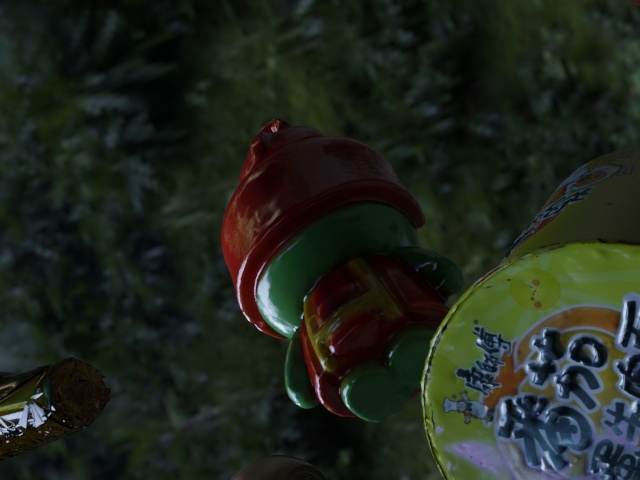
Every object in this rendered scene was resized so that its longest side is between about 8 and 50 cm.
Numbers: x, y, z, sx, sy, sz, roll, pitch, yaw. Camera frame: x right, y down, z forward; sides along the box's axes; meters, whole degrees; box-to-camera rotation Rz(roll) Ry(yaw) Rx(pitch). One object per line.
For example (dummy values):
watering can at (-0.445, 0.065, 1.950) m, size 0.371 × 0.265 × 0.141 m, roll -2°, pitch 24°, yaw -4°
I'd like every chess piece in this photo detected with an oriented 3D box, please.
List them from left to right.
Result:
chess piece at (-0.024, 0.162, 1.085) m, size 0.084 × 0.038 × 0.083 m, roll -4°, pitch -85°, yaw -57°

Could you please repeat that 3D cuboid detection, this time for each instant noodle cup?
instant noodle cup at (0.212, 0.070, 1.263) m, size 0.264 × 0.264 × 0.200 m, roll 65°, pitch -153°, yaw -20°

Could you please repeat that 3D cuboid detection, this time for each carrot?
carrot at (-0.250, 0.137, 1.457) m, size 0.069 × 0.229 × 0.069 m, roll 20°, pitch -118°, yaw -42°

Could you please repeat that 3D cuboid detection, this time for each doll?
doll at (0.001, 0.001, 1.709) m, size 0.160 × 0.182 × 0.363 m, roll 36°, pitch -163°, yaw -36°

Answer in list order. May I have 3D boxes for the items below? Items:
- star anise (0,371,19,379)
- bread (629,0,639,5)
star anise at (-0.356, 0.103, 1.843) m, size 0.227 × 0.148 × 0.218 m, roll 75°, pitch -179°, yaw -69°
bread at (0.293, -0.264, 1.136) m, size 0.114 × 0.328 × 0.295 m, roll 57°, pitch -158°, yaw -8°
